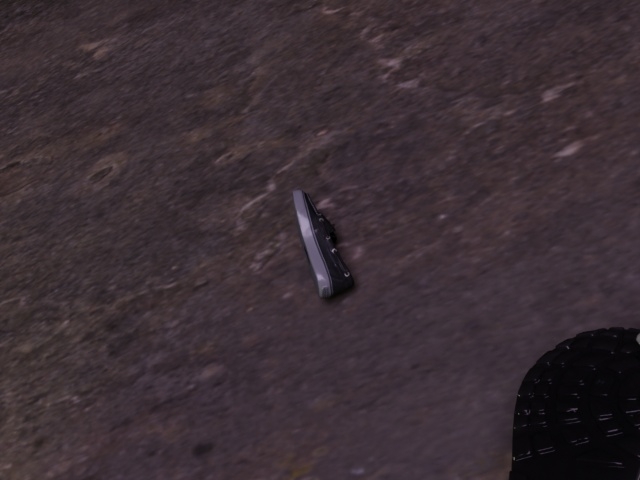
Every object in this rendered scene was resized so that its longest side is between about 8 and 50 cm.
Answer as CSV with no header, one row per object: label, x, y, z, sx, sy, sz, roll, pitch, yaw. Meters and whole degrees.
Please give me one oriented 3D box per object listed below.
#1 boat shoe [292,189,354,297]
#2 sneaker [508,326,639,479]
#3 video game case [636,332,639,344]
boat shoe,0.000,0.000,0.569,0.040,0.049,0.142,-13,58,-8
sneaker,0.196,0.190,0.360,0.107,0.124,0.283,-3,35,43
video game case,0.352,0.100,0.336,0.202,0.023,0.183,-17,53,-19
